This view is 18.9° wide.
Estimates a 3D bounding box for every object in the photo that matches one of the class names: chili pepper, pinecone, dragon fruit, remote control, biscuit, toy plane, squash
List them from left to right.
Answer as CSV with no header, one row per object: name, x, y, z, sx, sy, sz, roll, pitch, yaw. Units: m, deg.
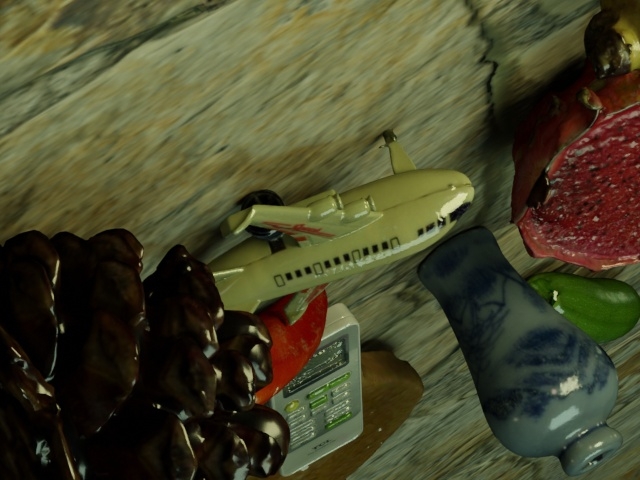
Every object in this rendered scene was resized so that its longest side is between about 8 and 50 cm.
pinecone,-0.151,0.130,1.358,0.242,0.298,0.296,-2,-167,27
biscuit,-0.072,0.241,2.086,0.385,0.062,0.365,-40,158,13
chili pepper,-0.051,0.098,1.675,0.063,0.071,0.272,-41,179,37
remote control,-0.009,0.149,1.870,0.103,0.034,0.250,-27,151,-15
toy plane,0.000,0.000,1.557,0.256,0.104,0.242,-32,158,-2
dragon fruit,0.228,-0.088,1.692,0.161,0.126,0.274,-15,146,-19
squash,0.310,0.082,2.267,0.082,0.082,0.292,-40,160,20

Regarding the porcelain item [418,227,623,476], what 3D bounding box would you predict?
porcelain item,0.200,0.112,1.902,0.141,0.259,0.141,-29,158,-13

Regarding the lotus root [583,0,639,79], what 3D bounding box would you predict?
lotus root,0.309,-0.205,1.472,0.260,0.145,0.128,-35,138,-4
